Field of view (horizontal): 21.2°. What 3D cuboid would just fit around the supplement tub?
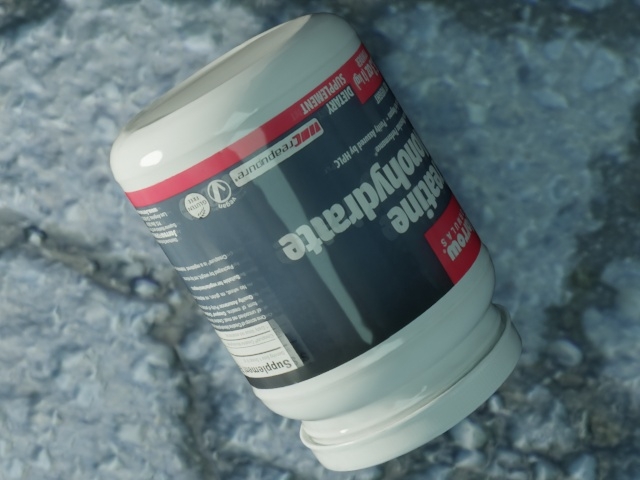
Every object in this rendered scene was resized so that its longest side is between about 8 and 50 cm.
[{"bbox_3d":[0.000,0.000,1.169,0.191,0.191,0.272,-31,103,7],"label":"supplement tub"}]
